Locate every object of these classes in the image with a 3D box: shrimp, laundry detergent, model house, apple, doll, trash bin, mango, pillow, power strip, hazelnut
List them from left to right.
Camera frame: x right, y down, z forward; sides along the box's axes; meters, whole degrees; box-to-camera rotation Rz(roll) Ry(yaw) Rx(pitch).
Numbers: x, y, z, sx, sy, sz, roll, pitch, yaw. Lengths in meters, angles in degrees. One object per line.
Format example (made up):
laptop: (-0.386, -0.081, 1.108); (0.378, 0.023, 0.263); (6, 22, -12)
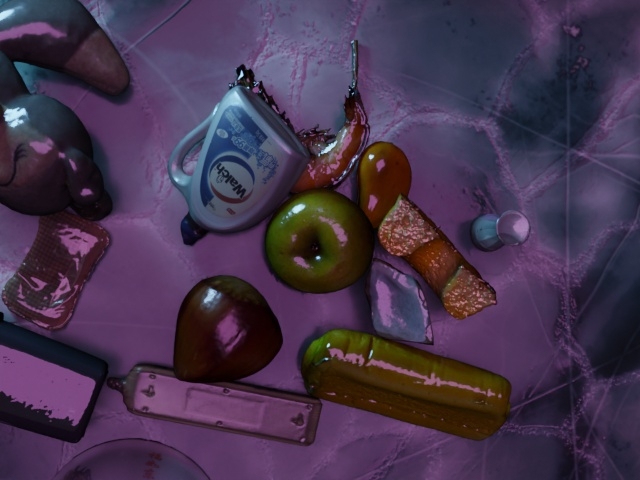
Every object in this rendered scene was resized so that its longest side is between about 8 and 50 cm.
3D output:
trash bin: (-0.519, 0.230, 1.723); (0.290, 0.209, 0.182); (21, 84, -9)
doll: (-0.469, -0.224, 1.728); (0.382, 0.252, 0.379); (38, 85, -8)
pillow: (-0.477, 0.051, 1.818); (0.135, 0.034, 0.211); (26, 87, -4)
power strip: (-0.193, 0.292, 1.821); (0.387, 0.066, 0.092); (12, 88, -7)
hazelnut: (-0.176, 0.167, 1.765); (0.208, 0.208, 0.208); (0, 88, -5)
laundry detergent: (-0.171, -0.114, 1.803); (0.280, 0.105, 0.215); (-46, 77, 20)
shrimp: (-0.036, -0.227, 1.839); (0.222, 0.054, 0.290); (-36, 86, 11)
apple: (0.000, 0.000, 1.791); (0.196, 0.157, 0.196); (1, 97, 11)
mango: (0.112, -0.102, 1.857); (0.105, 0.084, 0.159); (7, 104, -21)
model house: (0.142, 0.107, 1.811); (0.106, 0.152, 0.165); (-9, 89, 9)

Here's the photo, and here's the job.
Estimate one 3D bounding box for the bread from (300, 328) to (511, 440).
bread: (0.156, 0.249, 1.814); (0.383, 0.166, 0.112); (16, 49, -4)

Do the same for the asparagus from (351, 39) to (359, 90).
asparagus: (0.063, -0.318, 1.892); (0.015, 0.014, 0.114); (-1, 86, 29)

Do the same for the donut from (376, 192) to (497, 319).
donut: (0.206, 0.025, 1.830); (0.259, 0.152, 0.101); (44, 100, -6)

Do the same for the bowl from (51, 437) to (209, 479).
bowl: (-0.338, 0.525, 1.749); (0.345, 0.157, 0.346); (0, 87, -5)

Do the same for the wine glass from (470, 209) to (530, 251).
wine glass: (0.327, -0.019, 1.833); (0.073, 0.155, 0.073); (1, 86, -9)
